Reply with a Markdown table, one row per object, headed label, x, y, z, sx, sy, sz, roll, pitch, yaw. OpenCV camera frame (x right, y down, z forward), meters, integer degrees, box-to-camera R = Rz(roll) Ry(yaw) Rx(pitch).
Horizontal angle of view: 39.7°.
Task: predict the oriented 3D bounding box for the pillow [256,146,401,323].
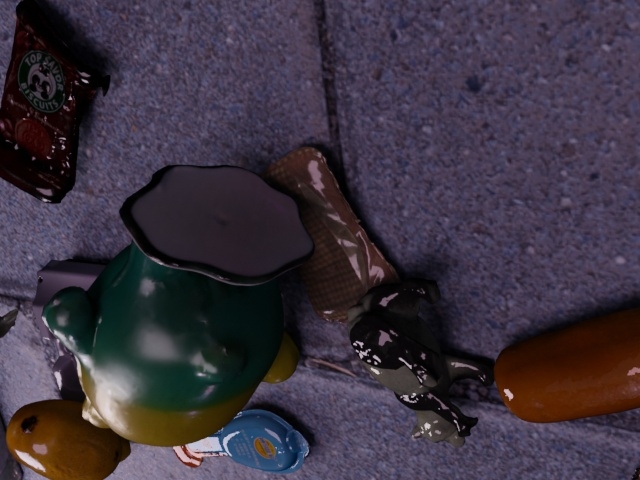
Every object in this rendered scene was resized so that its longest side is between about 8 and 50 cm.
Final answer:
| label | x | y | z | sx | sy | sz | roll | pitch | yaw |
| --- | --- | --- | --- | --- | --- | --- | --- | --- | --- |
| pillow | 0.003 | 0.000 | 1.008 | 0.135 | 0.034 | 0.211 | -25 | 103 | 36 |

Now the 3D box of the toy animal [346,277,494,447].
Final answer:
| label | x | y | z | sx | sy | sz | roll | pitch | yaw |
| --- | --- | --- | --- | --- | --- | --- | --- | --- | --- |
| toy animal | 0.111 | 0.144 | 0.983 | 0.121 | 0.094 | 0.225 | -6 | 131 | 43 |

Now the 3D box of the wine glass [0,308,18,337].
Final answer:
| label | x | y | z | sx | sy | sz | roll | pitch | yaw |
| --- | --- | --- | --- | --- | --- | --- | --- | --- | --- |
| wine glass | -0.559 | 0.076 | 1.361 | 0.198 | 0.066 | 0.066 | 34 | 128 | 9 |

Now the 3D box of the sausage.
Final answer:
| label | x | y | z | sx | sy | sz | roll | pitch | yaw |
| --- | --- | --- | --- | --- | --- | --- | --- | --- | --- |
| sausage | 0.281 | 0.126 | 0.881 | 0.238 | 0.098 | 0.098 | -24 | 102 | 38 |

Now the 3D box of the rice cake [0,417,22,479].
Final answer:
| label | x | y | z | sx | sy | sz | roll | pitch | yaw |
| --- | --- | --- | --- | --- | --- | --- | --- | --- | --- |
| rice cake | -0.584 | 0.287 | 1.496 | 0.072 | 0.056 | 0.365 | 6 | 119 | 25 |

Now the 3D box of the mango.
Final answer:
| label | x | y | z | sx | sy | sz | roll | pitch | yaw |
| --- | --- | --- | --- | --- | --- | --- | --- | --- | --- |
| mango | -0.353 | 0.292 | 1.259 | 0.157 | 0.109 | 0.262 | 7 | 159 | 11 |

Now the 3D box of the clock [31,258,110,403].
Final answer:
| label | x | y | z | sx | sy | sz | roll | pitch | yaw |
| --- | --- | --- | --- | --- | --- | --- | --- | --- | --- |
| clock | -0.286 | 0.149 | 1.227 | 0.186 | 0.083 | 0.253 | 4 | 118 | 29 |

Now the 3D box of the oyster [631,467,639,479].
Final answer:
| label | x | y | z | sx | sy | sz | roll | pitch | yaw |
| --- | --- | --- | --- | --- | --- | --- | --- | --- | --- |
| oyster | 0.402 | 0.374 | 0.966 | 0.128 | 0.078 | 0.345 | 2 | 114 | 20 |

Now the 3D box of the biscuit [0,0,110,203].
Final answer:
| label | x | y | z | sx | sy | sz | roll | pitch | yaw |
| --- | --- | --- | --- | --- | --- | --- | --- | --- | --- |
| biscuit | -0.344 | -0.165 | 1.098 | 0.151 | 0.063 | 0.235 | 35 | 125 | 9 |

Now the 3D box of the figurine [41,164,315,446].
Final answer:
| label | x | y | z | sx | sy | sz | roll | pitch | yaw |
| --- | --- | --- | --- | --- | --- | --- | --- | --- | --- |
| figurine | -0.150 | 0.100 | 1.001 | 0.231 | 0.323 | 0.340 | 63 | 145 | 39 |

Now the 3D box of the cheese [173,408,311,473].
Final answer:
| label | x | y | z | sx | sy | sz | roll | pitch | yaw |
| --- | --- | --- | --- | --- | --- | --- | --- | --- | --- |
| cheese | -0.120 | 0.280 | 1.235 | 0.256 | 0.037 | 0.106 | -9 | 110 | 35 |
